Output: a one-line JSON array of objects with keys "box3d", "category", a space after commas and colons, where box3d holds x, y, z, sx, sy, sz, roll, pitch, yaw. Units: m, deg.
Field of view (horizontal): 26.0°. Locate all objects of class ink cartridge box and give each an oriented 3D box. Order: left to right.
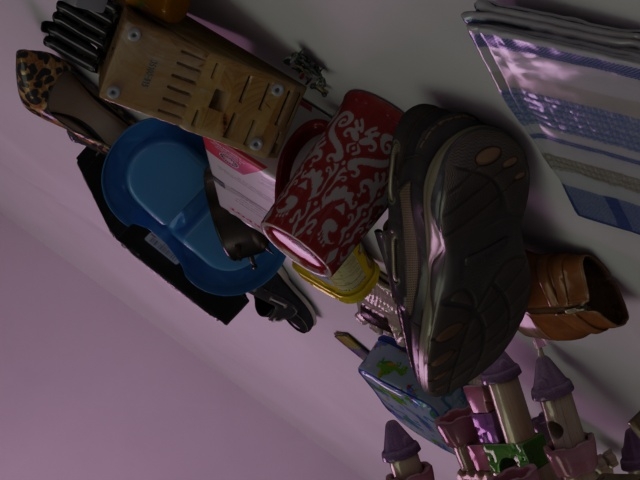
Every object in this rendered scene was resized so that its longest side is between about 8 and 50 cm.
[{"box3d": [-0.036, -0.075, 1.634, 0.172, 0.100, 0.237, 33, 164, 13], "category": "ink cartridge box"}]

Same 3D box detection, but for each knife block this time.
[{"box3d": [-0.168, -0.205, 1.525, 0.275, 0.088, 0.242, 19, -162, -15], "category": "knife block"}]

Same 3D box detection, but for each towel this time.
[{"box3d": [0.062, 0.186, 2.402, 0.083, 0.009, 0.060, 40, 165, -14], "category": "towel"}, {"box3d": [0.246, -0.081, 1.104, 0.209, 0.034, 0.285, 21, 161, 40], "category": "towel"}]

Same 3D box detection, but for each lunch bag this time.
[{"box3d": [0.160, 0.244, 2.194, 0.176, 0.090, 0.219, 26, 162, 34], "category": "lunch bag"}]

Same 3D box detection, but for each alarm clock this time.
[{"box3d": [-0.113, -0.061, 1.829, 0.129, 0.064, 0.192, 36, -145, -80], "category": "alarm clock"}]

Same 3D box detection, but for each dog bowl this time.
[{"box3d": [-0.175, -0.053, 1.921, 0.297, 0.166, 0.074, 43, -177, -22], "category": "dog bowl"}]

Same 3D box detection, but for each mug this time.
[{"box3d": [0.017, -0.054, 1.442, 0.113, 0.169, 0.150, 41, 165, -18], "category": "mug"}]

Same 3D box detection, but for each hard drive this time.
[{"box3d": [-0.252, -0.020, 2.147, 0.237, 0.064, 0.339, 41, -174, -31], "category": "hard drive"}]

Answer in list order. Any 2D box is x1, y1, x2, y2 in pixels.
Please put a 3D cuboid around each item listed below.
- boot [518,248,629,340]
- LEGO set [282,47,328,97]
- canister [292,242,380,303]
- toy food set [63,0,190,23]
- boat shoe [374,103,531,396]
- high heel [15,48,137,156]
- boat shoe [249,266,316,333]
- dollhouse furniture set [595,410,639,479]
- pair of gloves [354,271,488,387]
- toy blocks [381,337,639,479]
[{"box3d": [0.223, 0.027, 1.447, 0.197, 0.073, 0.152, 43, 156, -18], "category": "boot"}, {"box3d": [-0.011, -0.178, 1.432, 0.054, 0.023, 0.083, 37, 179, 6], "category": "LEGO set"}, {"box3d": [0.000, 0.000, 1.843, 0.126, 0.073, 0.170, 29, 163, 32], "category": "canister"}, {"box3d": [-0.228, -0.290, 1.357, 0.104, 0.111, 0.232, 27, -166, 32], "category": "toy food set"}, {"box3d": [0.129, 0.007, 1.391, 0.130, 0.132, 0.355, 49, 150, 39], "category": "boat shoe"}, {"box3d": [-0.326, -0.187, 2.007, 0.186, 0.093, 0.261, 23, 164, 25], "category": "high heel"}, {"box3d": [-0.079, 0.099, 2.327, 0.084, 0.079, 0.233, 24, 163, 35], "category": "boat shoe"}, {"box3d": [0.388, 0.227, 1.298, 0.161, 0.242, 0.212, 50, 164, -3], "category": "dollhouse furniture set"}, {"box3d": [0.148, 0.138, 1.990, 0.240, 0.042, 0.204, 33, 165, 11], "category": "pair of gloves"}, {"box3d": [0.262, 0.248, 1.825, 0.288, 0.309, 0.260, -14, 96, 57], "category": "toy blocks"}]
